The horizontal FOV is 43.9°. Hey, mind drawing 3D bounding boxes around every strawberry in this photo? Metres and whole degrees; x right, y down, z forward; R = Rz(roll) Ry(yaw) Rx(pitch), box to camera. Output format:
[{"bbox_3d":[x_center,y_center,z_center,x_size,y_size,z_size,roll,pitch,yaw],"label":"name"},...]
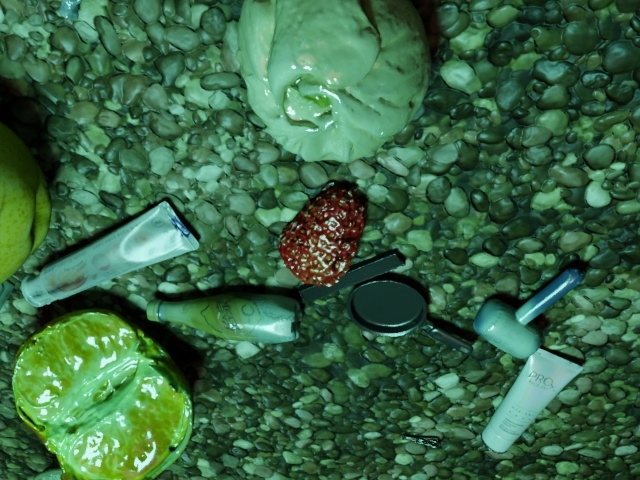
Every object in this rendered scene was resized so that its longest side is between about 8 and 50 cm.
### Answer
[{"bbox_3d":[0.000,0.000,1.216,0.121,0.082,0.188,21,134,-4],"label":"strawberry"}]

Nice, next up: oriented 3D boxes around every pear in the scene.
[{"bbox_3d":[-0.548,-0.054,1.131,0.314,0.314,0.314,5,131,6],"label":"pear"}]

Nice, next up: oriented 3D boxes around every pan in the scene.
[{"bbox_3d":[0.155,0.132,1.337,0.235,0.028,0.136,27,130,-10],"label":"pan"}]

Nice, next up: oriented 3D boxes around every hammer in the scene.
[{"bbox_3d":[0.343,0.106,1.261,0.116,0.070,0.194,32,124,-16],"label":"hammer"}]

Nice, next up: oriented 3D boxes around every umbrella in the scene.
[{"bbox_3d":[0.202,0.396,1.568,0.083,0.020,0.031,7,171,4],"label":"umbrella"}]

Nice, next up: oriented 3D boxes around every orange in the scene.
[{"bbox_3d":[-0.377,0.275,1.423,0.262,0.196,0.334,-44,90,11],"label":"orange"}]

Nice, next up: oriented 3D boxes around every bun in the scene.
[{"bbox_3d":[0.014,-0.209,0.979,0.259,0.160,0.259,3,129,4],"label":"bun"}]

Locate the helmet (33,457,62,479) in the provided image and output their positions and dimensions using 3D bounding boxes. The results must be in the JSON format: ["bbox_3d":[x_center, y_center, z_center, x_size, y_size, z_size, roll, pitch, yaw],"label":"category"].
[{"bbox_3d":[-0.465,0.510,1.701,0.257,0.137,0.204,19,132,2],"label":"helmet"}]

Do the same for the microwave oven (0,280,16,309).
[{"bbox_3d":[-0.677,0.124,1.409,0.205,0.129,0.163,-33,118,33],"label":"microwave oven"}]

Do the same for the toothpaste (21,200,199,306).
[{"bbox_3d":[-0.357,0.031,1.319,0.323,0.066,0.100,-22,119,20],"label":"toothpaste"}]

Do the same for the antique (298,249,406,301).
[{"bbox_3d":[0.049,0.059,1.300,0.192,0.015,0.031,-23,122,26],"label":"antique"}]

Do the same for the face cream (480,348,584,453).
[{"bbox_3d":[0.369,0.289,1.424,0.092,0.058,0.244,22,125,-3],"label":"face cream"}]

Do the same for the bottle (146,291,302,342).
[{"bbox_3d":[-0.168,0.126,1.355,0.269,0.083,0.083,4,132,11],"label":"bottle"}]

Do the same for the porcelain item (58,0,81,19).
[{"bbox_3d":[-0.314,-0.324,1.020,0.036,0.028,0.083,26,129,-9],"label":"porcelain item"}]
